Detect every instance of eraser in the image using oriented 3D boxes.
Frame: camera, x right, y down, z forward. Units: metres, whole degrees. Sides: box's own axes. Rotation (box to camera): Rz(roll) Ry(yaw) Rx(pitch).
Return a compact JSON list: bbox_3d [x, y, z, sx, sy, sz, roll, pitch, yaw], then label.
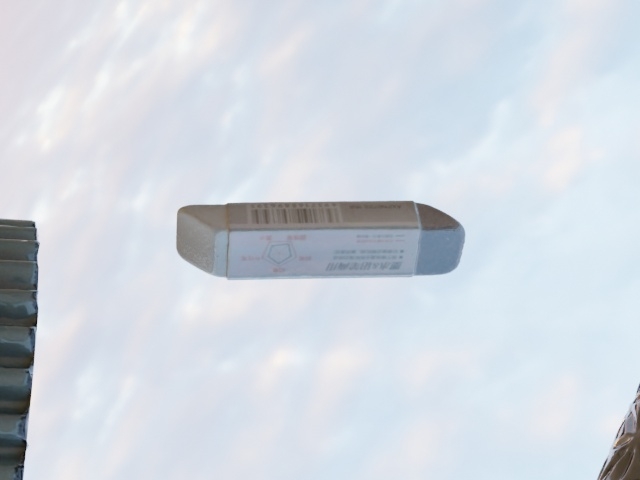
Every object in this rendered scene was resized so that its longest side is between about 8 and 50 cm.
[{"bbox_3d":[0.000,0.000,1.496,0.061,0.352,0.089,-100,-168,-49],"label":"eraser"}]

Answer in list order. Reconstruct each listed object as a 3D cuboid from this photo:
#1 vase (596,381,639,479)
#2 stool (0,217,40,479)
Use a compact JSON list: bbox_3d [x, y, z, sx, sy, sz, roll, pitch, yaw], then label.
[{"bbox_3d":[0.210,0.204,0.695,0.251,0.156,0.300,-26,-148,53],"label":"vase"},{"bbox_3d":[-0.337,0.111,0.657,0.297,0.330,0.297,-171,-90,-73],"label":"stool"}]
